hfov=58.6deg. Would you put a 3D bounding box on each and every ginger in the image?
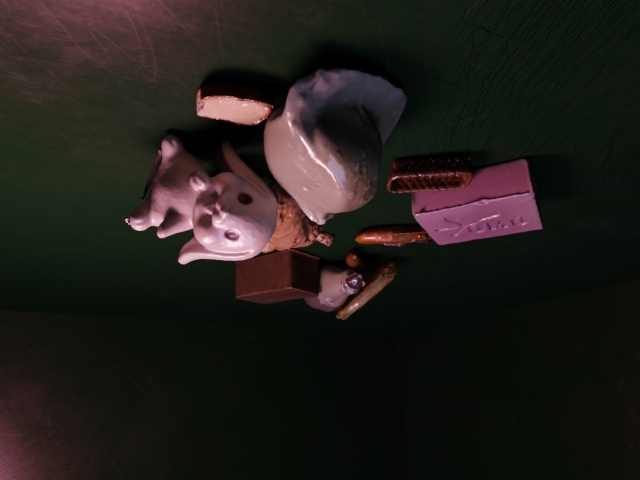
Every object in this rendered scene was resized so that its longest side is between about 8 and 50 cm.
[{"bbox_3d":[-0.081,-0.048,1.462,0.126,0.190,0.354,22,179,17],"label":"ginger"}]

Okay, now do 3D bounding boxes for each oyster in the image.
[{"bbox_3d":[0.000,0.000,1.807,0.083,0.038,0.081,-3,165,-3],"label":"oyster"}]

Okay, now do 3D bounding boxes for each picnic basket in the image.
[{"bbox_3d":[0.251,-0.154,1.321,0.193,0.055,0.110,-4,164,3],"label":"picnic basket"}]

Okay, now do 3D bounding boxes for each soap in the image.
[{"bbox_3d":[0.408,-0.092,1.472,0.296,0.107,0.285,-12,159,24],"label":"soap"}]

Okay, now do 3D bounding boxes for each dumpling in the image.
[{"bbox_3d":[0.031,-0.150,1.043,0.269,0.212,0.320,-1,174,-16],"label":"dumpling"}]

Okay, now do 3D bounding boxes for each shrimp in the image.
[{"bbox_3d":[0.233,-0.009,1.785,0.248,0.068,0.150,-1,176,10],"label":"shrimp"}]

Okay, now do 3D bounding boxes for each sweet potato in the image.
[{"bbox_3d":[0.130,0.082,2.056,0.067,0.067,0.274,-5,164,7],"label":"sweet potato"}]

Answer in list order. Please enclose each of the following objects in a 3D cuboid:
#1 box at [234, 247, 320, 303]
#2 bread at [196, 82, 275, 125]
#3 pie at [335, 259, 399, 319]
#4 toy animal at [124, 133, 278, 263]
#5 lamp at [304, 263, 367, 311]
[{"bbox_3d":[-0.153,0.135,2.048,0.273,0.143,0.184,-13,160,34],"label":"box"},{"bbox_3d":[-0.153,-0.241,1.002,0.129,0.044,0.126,2,170,-24],"label":"bread"},{"bbox_3d":[0.173,0.198,2.139,0.323,0.070,0.323,-45,177,-3],"label":"pie"},{"bbox_3d":[-0.226,-0.059,1.139,0.249,0.289,0.174,-48,154,14],"label":"toy animal"},{"bbox_3d":[0.066,0.175,2.092,0.313,0.182,0.181,-2,168,44],"label":"lamp"}]
